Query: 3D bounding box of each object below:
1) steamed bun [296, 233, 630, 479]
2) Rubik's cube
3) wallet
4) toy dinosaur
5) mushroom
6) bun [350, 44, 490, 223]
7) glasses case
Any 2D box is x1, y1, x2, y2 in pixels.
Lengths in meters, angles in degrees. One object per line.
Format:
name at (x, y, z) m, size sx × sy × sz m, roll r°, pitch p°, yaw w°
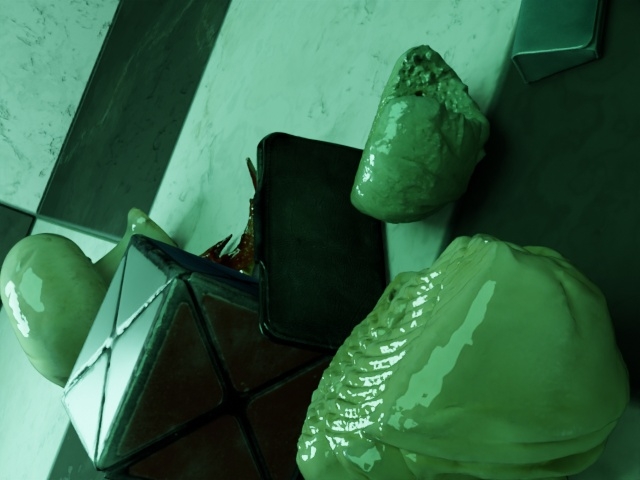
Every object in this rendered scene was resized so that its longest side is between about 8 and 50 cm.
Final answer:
steamed bun at (0.132, 0.131, 0.705) m, size 0.289 × 0.203 × 0.276 m, roll -52°, pitch 8°, yaw 21°
Rubik's cube at (-0.151, 0.166, 1.079) m, size 0.255 × 0.259 × 0.260 m, roll -65°, pitch 26°, yaw 0°
wallet at (0.000, 0.000, 1.034) m, size 0.045 × 0.172 × 0.318 m, roll 124°, pitch 151°, yaw -47°
toy dinosaur at (-0.169, 0.032, 1.337) m, size 0.327 × 0.113 × 0.207 m, roll -44°, pitch 37°, yaw 31°
mushroom at (-0.460, 0.100, 1.567) m, size 0.315 × 0.315 × 0.356 m, roll 42°, pitch 119°, yaw 59°
bun at (0.118, -0.113, 0.961) m, size 0.204 × 0.126 × 0.212 m, roll 119°, pitch 170°, yaw -69°
glasses case at (0.268, -0.313, 0.928) m, size 0.105 × 0.056 × 0.266 m, roll -13°, pitch 59°, yaw 55°
